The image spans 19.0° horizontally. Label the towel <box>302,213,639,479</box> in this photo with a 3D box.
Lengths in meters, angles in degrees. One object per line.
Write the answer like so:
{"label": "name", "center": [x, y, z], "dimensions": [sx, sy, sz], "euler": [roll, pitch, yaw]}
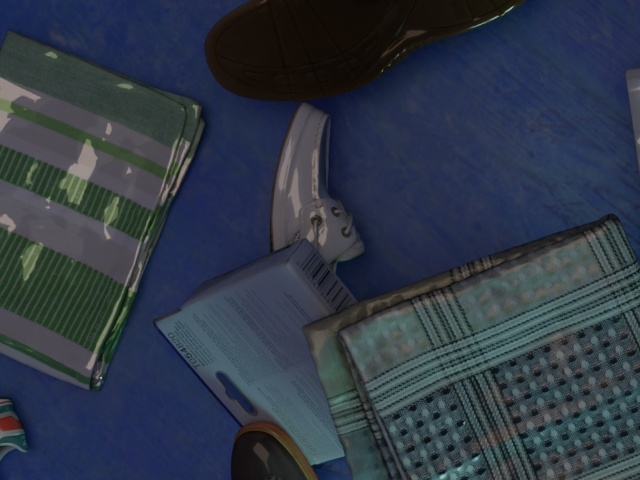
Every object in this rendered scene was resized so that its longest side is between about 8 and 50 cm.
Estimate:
{"label": "towel", "center": [0.177, 0.169, 1.761], "dimensions": [0.324, 0.056, 0.312], "euler": [-21, 100, 3]}

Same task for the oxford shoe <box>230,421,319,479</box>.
{"label": "oxford shoe", "center": [-0.042, 0.317, 1.899], "dimensions": [0.097, 0.098, 0.271], "euler": [-12, 94, 24]}

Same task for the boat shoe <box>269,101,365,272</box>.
{"label": "boat shoe", "center": [0.000, 0.000, 1.937], "dimensions": [0.096, 0.098, 0.277], "euler": [7, 98, 12]}

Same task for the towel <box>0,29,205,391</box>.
{"label": "towel", "center": [-0.283, -0.032, 2.027], "dimensions": [0.247, 0.038, 0.325], "euler": [21, 92, 13]}

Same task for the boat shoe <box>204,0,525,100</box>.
{"label": "boat shoe", "center": [0.049, -0.240, 1.929], "dimensions": [0.342, 0.123, 0.123], "euler": [-22, 112, 7]}

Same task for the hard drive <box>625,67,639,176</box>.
{"label": "hard drive", "center": [0.456, -0.086, 1.808], "dimensions": [0.307, 0.040, 0.203], "euler": [-8, 84, 13]}

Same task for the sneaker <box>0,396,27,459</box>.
{"label": "sneaker", "center": [-0.382, 0.233, 2.023], "dimensions": [0.161, 0.057, 0.075], "euler": [-32, 75, 6]}

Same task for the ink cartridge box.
{"label": "ink cartridge box", "center": [-0.025, 0.119, 1.869], "dimensions": [0.224, 0.045, 0.223], "euler": [-23, 112, 46]}
